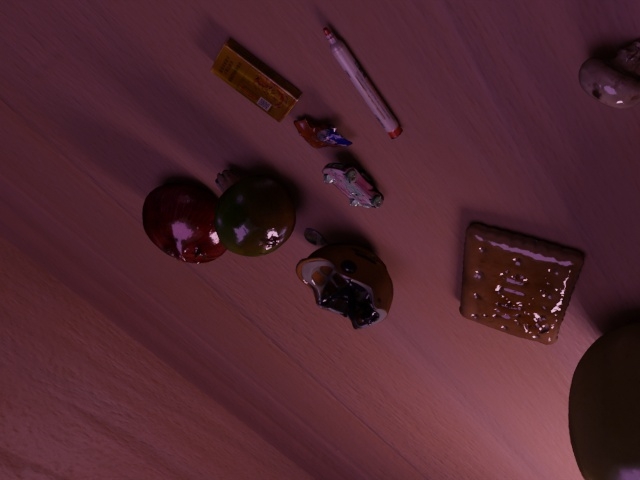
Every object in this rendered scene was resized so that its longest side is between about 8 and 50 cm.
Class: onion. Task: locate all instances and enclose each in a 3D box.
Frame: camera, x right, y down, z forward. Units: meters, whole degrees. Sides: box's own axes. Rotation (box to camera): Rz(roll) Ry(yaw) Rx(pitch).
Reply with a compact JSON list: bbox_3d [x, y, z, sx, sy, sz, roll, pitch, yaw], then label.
[{"bbox_3d":[-0.331,-0.037,1.569,0.248,0.161,0.248,17,127,24],"label":"onion"}]

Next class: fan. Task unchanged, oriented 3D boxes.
[{"bbox_3d":[-0.006,0.001,1.481,0.080,0.003,0.060,37,150,-12],"label":"fan"}]

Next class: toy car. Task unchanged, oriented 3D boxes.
[{"bbox_3d":[0.064,-0.107,1.206,0.069,0.055,0.142,7,155,48],"label":"toy car"}]

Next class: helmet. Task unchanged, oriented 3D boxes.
[{"bbox_3d":[0.069,0.084,1.419,0.224,0.130,0.198,37,147,6],"label":"helmet"}]

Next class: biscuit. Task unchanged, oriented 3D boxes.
[{"bbox_3d":[0.379,0.098,1.260,0.217,0.044,0.325,17,148,19],"label":"biscuit"}]

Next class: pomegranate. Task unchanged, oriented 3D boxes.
[{"bbox_3d":[-0.152,-0.068,1.362,0.209,0.180,0.180,49,158,24],"label":"pomegranate"}]

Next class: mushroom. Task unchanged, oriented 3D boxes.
[{"bbox_3d":[0.365,-0.206,0.786,0.085,0.085,0.079,27,121,4],"label":"mushroom"}]

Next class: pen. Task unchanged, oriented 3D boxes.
[{"bbox_3d":[0.067,-0.248,1.016,0.026,0.026,0.218,-5,135,45],"label":"pen"}]

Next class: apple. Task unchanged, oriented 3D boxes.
[{"bbox_3d":[0.617,0.329,1.134,0.357,0.357,0.357,22,149,13],"label":"apple"}]

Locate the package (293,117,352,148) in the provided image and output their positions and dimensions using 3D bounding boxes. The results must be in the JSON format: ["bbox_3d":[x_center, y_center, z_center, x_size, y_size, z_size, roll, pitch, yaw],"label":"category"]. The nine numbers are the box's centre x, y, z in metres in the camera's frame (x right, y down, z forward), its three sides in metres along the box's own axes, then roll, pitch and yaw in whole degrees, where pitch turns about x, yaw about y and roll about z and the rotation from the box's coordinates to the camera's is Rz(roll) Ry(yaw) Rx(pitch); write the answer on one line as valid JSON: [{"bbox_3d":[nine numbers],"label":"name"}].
[{"bbox_3d":[0.005,-0.191,1.151,0.077,0.033,0.111,23,174,-40],"label":"package"}]

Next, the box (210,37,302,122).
[{"bbox_3d":[-0.114,-0.278,1.127,0.156,0.022,0.089,35,151,-9],"label":"box"}]
